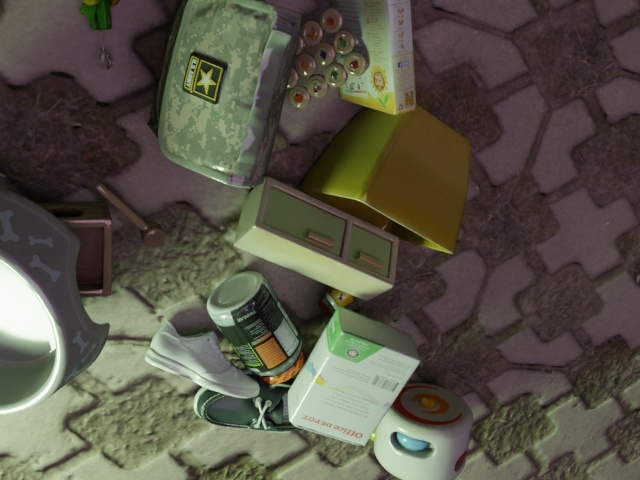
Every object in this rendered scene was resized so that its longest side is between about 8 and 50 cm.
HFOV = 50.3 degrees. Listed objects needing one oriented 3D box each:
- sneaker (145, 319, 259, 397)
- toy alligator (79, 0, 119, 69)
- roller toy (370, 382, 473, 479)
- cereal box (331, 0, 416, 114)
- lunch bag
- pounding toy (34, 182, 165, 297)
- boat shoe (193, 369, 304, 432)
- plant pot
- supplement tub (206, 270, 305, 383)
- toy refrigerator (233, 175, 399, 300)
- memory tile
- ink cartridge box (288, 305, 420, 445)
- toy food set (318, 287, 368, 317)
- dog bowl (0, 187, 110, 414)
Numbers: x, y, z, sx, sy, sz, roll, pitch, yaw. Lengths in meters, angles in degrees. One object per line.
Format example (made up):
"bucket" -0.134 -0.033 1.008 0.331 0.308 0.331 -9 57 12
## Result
"sneaker" -0.194 0.209 1.204 0.212 0.080 0.094 26 80 -15
"toy alligator" -0.319 -0.340 0.959 0.051 0.056 0.189 14 112 17
"roller toy" 0.212 0.383 1.387 0.209 0.191 0.146 -2 110 -21
"cereal box" 0.078 -0.328 1.054 0.047 0.173 0.240 -17 117 -22
"lunch bag" -0.131 -0.223 0.946 0.169 0.287 0.235 10 107 -26
"pounding toy" -0.350 -0.014 1.050 0.206 0.094 0.181 -2 112 -22
"boat shoe" -0.084 0.310 1.292 0.302 0.091 0.114 -3 112 -21
"plant pot" 0.128 -0.118 1.154 0.212 0.212 0.187 26 86 -29
"supplement tub" -0.108 0.157 1.207 0.117 0.117 0.190 -32 120 -8
"toy refrigerator" 0.000 0.000 1.160 0.269 0.094 0.102 25 56 -22
"memory tile" -0.009 -0.283 1.066 0.148 0.012 0.113 -25 99 30
"ink cartridge box" 0.054 0.243 1.206 0.154 0.093 0.212 22 111 -15
"toy food set" 0.050 0.186 1.286 0.104 0.111 0.232 -37 119 -5
"dog bowl" -0.480 0.096 0.957 0.349 0.102 0.349 3 117 7
